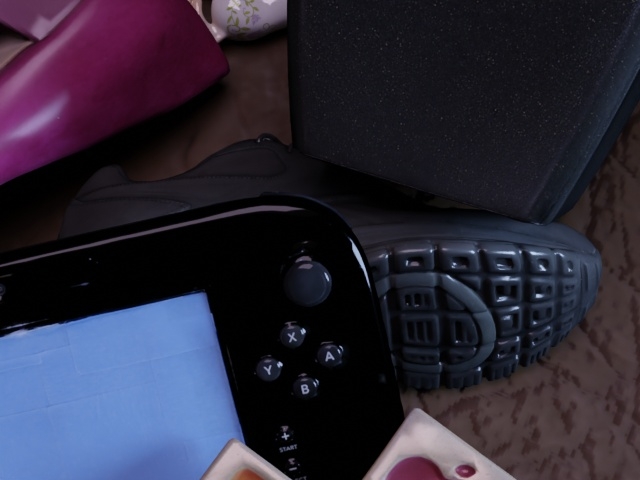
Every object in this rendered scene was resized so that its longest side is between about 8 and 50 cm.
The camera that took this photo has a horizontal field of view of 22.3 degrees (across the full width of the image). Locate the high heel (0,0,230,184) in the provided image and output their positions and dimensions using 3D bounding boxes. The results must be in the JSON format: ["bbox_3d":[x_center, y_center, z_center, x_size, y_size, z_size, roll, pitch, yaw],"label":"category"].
[{"bbox_3d":[-0.196,0.005,0.846,0.181,0.127,0.377,34,84,-27],"label":"high heel"}]

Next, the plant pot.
[{"bbox_3d":[0.078,-0.106,0.793,0.188,0.187,0.167,18,99,12],"label":"plant pot"}]

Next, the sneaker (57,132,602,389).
[{"bbox_3d":[0.000,0.000,0.830,0.286,0.109,0.130,2,45,-4],"label":"sneaker"}]

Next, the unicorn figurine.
[{"bbox_3d":[-0.010,-0.151,0.939,0.162,0.060,0.111,-19,71,8],"label":"unicorn figurine"}]

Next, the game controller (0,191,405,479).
[{"bbox_3d":[-0.124,0.084,0.731,0.319,0.067,0.166,-13,97,1],"label":"game controller"}]

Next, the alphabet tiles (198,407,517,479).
[{"bbox_3d":[0.010,0.257,0.678,0.285,0.011,0.342,36,81,6],"label":"alphabet tiles"}]
